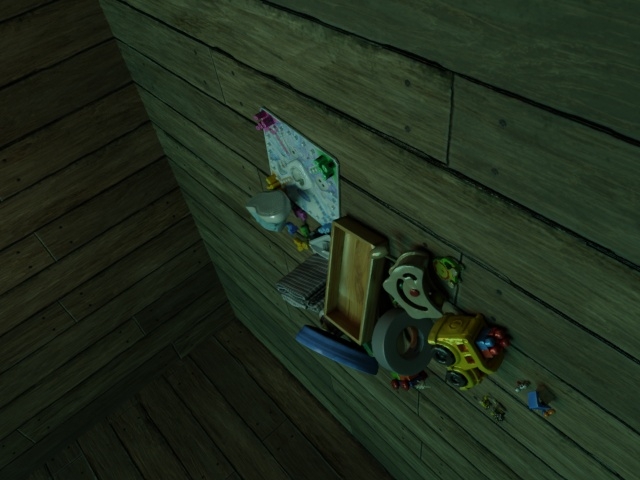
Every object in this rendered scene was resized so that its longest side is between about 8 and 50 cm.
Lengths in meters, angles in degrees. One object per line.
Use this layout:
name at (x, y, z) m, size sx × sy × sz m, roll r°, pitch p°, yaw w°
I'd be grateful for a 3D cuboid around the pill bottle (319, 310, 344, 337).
pill bottle at (0.057, 0.334, 2.291) m, size 0.180 × 0.108 × 0.108 m, roll 46°, pitch 156°, yaw 15°

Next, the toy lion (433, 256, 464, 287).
toy lion at (0.357, 0.081, 1.453) m, size 0.096 × 0.034 × 0.100 m, roll 47°, pitch 158°, yaw 33°

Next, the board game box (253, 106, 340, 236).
board game box at (-0.080, -0.226, 1.824) m, size 0.390 × 0.050 × 0.390 m, roll 40°, pitch 155°, yaw 29°

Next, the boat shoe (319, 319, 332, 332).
boat shoe at (0.039, 0.407, 2.490) m, size 0.060 × 0.064 × 0.178 m, roll 54°, pitch 160°, yaw -7°

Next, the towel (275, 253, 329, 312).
towel at (-0.027, 0.161, 2.042) m, size 0.283 × 0.235 × 0.121 m, roll 10°, pitch 132°, yaw 60°

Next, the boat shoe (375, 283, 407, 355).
boat shoe at (0.241, 0.298, 1.867) m, size 0.110 × 0.121 × 0.341 m, roll 9°, pitch 131°, yaw 60°

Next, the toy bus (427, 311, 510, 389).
toy bus at (0.456, 0.321, 1.492) m, size 0.211 × 0.149 × 0.220 m, roll -15°, pitch 113°, yaw 49°

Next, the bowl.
bowl at (0.082, 0.474, 2.259) m, size 0.390 × 0.077 × 0.391 m, roll 23°, pitch 175°, yaw 2°

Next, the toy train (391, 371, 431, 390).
toy train at (0.345, 0.502, 2.011) m, size 0.144 × 0.105 × 0.248 m, roll 66°, pitch 158°, yaw 5°

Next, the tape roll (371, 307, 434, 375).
tape roll at (0.281, 0.336, 1.718) m, size 0.219 × 0.219 × 0.072 m, roll 60°, pitch 156°, yaw -16°

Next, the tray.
tray at (0.116, 0.141, 1.786) m, size 0.202 × 0.076 × 0.411 m, roll 33°, pitch 132°, yaw 39°

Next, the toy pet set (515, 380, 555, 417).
toy pet set at (0.613, 0.465, 1.465) m, size 0.122 × 0.065 × 0.114 m, roll 49°, pitch 157°, yaw 10°

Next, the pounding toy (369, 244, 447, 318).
pounding toy at (0.287, 0.095, 1.547) m, size 0.269 × 0.155 × 0.154 m, roll 46°, pitch 133°, yaw -13°

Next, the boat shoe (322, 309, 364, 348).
boat shoe at (0.121, 0.315, 2.148) m, size 0.324 × 0.123 × 0.116 m, roll 45°, pitch 154°, yaw -4°

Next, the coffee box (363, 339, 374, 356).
coffee box at (0.197, 0.358, 2.057) m, size 0.184 × 0.113 × 0.040 m, roll 58°, pitch 154°, yaw -9°

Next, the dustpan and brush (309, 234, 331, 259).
dustpan and brush at (0.069, 0.058, 1.905) m, size 0.211 × 0.060 × 0.147 m, roll 26°, pitch 156°, yaw -24°

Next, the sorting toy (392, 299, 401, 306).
sorting toy at (0.279, 0.204, 1.740) m, size 0.042 × 0.061 × 0.102 m, roll 47°, pitch 180°, yaw 13°

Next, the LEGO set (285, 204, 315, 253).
LEGO set at (-0.063, -0.017, 2.045) m, size 0.093 × 0.087 × 0.227 m, roll 18°, pitch 140°, yaw 55°

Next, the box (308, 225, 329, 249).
box at (0.000, 0.000, 1.978) m, size 0.052 × 0.062 × 0.083 m, roll 28°, pitch 147°, yaw 43°

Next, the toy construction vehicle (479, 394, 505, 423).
toy construction vehicle at (0.582, 0.564, 1.719) m, size 0.098 × 0.035 × 0.086 m, roll 46°, pitch 168°, yaw 22°

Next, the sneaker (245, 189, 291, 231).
sneaker at (-0.169, -0.101, 1.968) m, size 0.150 × 0.135 × 0.366 m, roll 50°, pitch 172°, yaw -22°
